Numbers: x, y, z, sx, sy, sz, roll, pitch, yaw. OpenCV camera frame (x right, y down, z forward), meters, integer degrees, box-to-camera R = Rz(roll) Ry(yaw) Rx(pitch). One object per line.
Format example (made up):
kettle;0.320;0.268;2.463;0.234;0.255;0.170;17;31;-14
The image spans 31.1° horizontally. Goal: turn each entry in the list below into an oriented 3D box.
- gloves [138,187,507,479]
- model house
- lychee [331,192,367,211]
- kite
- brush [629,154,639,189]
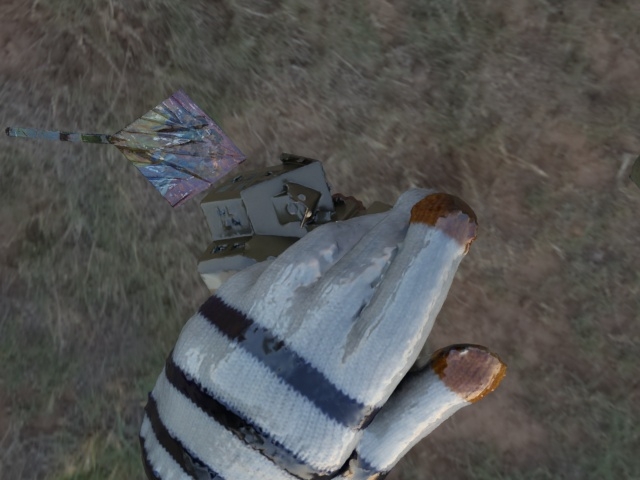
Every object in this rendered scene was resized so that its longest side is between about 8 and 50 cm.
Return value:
gloves;-0.001;0.061;0.625;0.131;0.140;0.218;2;131;-48
model house;0.000;0.000;1.334;0.248;0.176;0.181;-10;112;29
lychee;0.016;0.024;1.781;0.188;0.188;0.188;-3;105;-10
kite;-0.064;-0.028;0.394;0.078;0.002;0.044;-17;72;-26
brush;0.337;-0.053;1.133;0.036;0.248;0.043;37;105;-9
